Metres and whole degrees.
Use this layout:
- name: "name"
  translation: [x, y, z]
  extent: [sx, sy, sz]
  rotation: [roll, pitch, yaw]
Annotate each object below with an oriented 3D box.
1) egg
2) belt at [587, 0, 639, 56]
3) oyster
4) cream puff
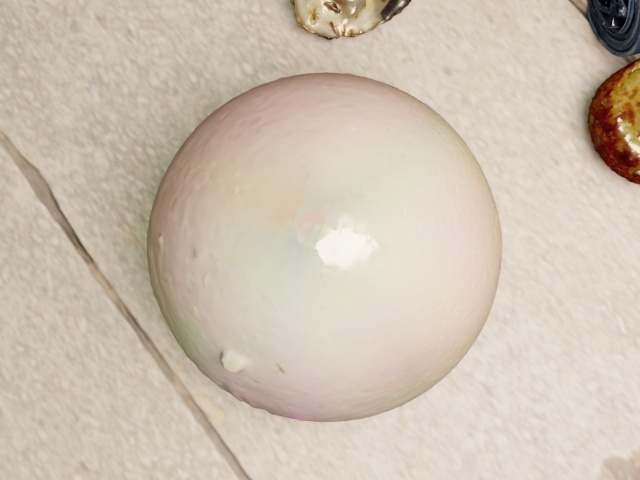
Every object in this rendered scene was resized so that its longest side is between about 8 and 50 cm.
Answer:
- name: "egg"
  translation: [0.000, 0.000, 0.634]
  extent: [0.354, 0.340, 0.354]
  rotation: [-1, 83, 4]
- name: "belt"
  translation: [0.341, -0.282, 0.722]
  extent: [0.082, 0.141, 0.190]
  rotation: [-7, 43, 4]
- name: "oyster"
  translation: [0.109, -0.365, 0.809]
  extent: [0.345, 0.078, 0.128]
  rotation: [-36, 101, -2]
- name: "cream puff"
  translation: [0.369, -0.129, 0.740]
  extent: [0.149, 0.084, 0.149]
  rotation: [0, 82, 2]
